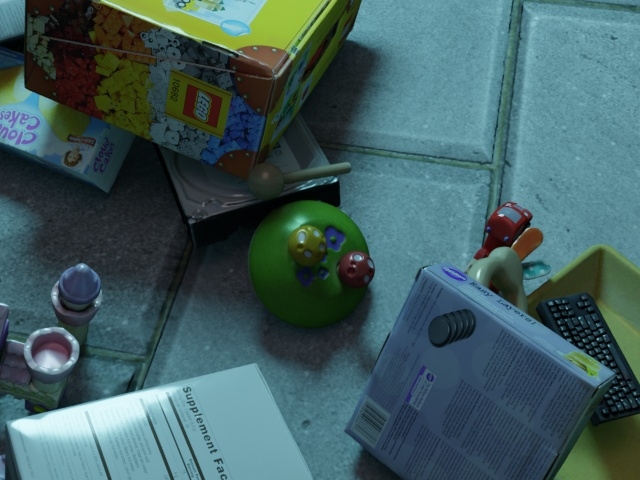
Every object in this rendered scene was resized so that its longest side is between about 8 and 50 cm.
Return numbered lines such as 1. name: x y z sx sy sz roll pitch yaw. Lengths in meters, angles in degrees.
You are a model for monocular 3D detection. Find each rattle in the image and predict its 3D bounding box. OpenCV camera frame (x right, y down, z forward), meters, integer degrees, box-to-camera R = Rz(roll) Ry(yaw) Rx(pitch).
1. rattle: 0.209 0.070 1.201 0.130 0.143 0.199 39 47 -15

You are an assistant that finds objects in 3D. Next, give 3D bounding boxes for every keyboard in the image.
1. keyboard: 0.331 0.147 1.152 0.108 0.023 0.180 -13 53 -8

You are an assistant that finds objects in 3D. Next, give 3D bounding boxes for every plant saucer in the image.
1. plant saucer: 0.372 0.204 1.171 0.333 0.081 0.333 -34 59 -21

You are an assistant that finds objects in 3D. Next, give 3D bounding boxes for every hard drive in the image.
1. hard drive: -0.136 -0.148 1.442 0.237 0.064 0.339 -16 46 -12

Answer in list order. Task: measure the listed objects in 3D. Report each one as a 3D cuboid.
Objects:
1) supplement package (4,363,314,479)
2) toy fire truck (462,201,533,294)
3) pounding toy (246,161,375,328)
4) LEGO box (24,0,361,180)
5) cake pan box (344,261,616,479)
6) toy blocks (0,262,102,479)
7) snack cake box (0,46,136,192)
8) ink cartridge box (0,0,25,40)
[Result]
1. supplement package: -0.187 0.283 1.025 0.293 0.177 0.175 -9 50 -28
2. toy fire truck: 0.219 0.046 1.261 0.047 0.192 0.135 31 32 23
3. pounding toy: 0.000 0.000 1.251 0.183 0.110 0.236 -6 84 -24
4. LEGO box: -0.166 -0.365 1.429 0.373 0.193 0.500 23 43 5
5. cake pan box: 0.175 0.199 1.076 0.246 0.266 0.070 35 25 30
6. toy blocks: -0.434 0.131 1.104 0.289 0.260 0.308 17 53 -8
7. snack cake box: -0.431 -0.196 1.461 0.264 0.089 0.152 20 79 20
8. ink cartridge box: -0.590 -0.351 1.531 0.330 0.071 0.324 -21 18 -11
